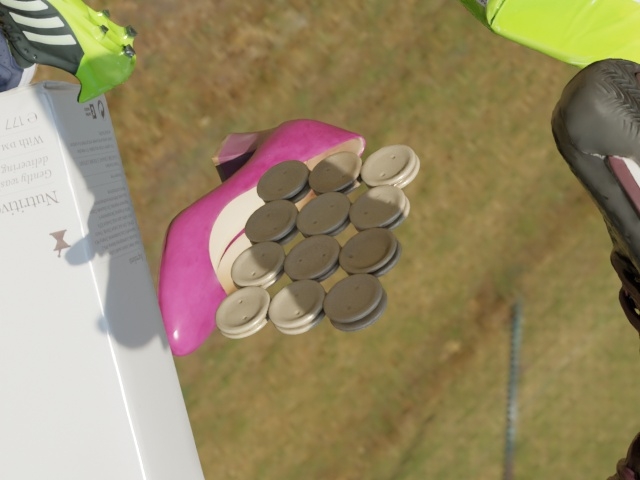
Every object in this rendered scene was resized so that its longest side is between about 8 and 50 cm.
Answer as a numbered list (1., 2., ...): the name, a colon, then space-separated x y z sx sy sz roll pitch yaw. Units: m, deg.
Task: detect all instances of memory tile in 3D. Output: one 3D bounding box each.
1. memory tile: 0.000 0.000 1.032 0.113 0.148 0.012 -8 133 26

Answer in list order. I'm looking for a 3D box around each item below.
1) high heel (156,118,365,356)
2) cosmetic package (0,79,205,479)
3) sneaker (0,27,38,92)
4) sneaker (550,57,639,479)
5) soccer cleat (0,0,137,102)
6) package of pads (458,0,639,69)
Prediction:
1. high heel: -0.073 -0.013 2.043 0.127 0.181 0.377 65 31 -43
2. cosmetic package: -0.251 0.079 1.416 0.217 0.385 0.156 -15 -179 11
3. sneaker: -0.401 -0.149 1.801 0.153 0.099 0.282 -43 178 -35
4. sneaker: 0.136 0.074 0.669 0.162 0.281 0.106 -32 -162 24
5. soccer cleat: -0.209 -0.166 1.206 0.072 0.060 0.179 -36 117 24
6. package of pads: 0.187 -0.149 0.935 0.297 0.229 0.101 18 110 -26
